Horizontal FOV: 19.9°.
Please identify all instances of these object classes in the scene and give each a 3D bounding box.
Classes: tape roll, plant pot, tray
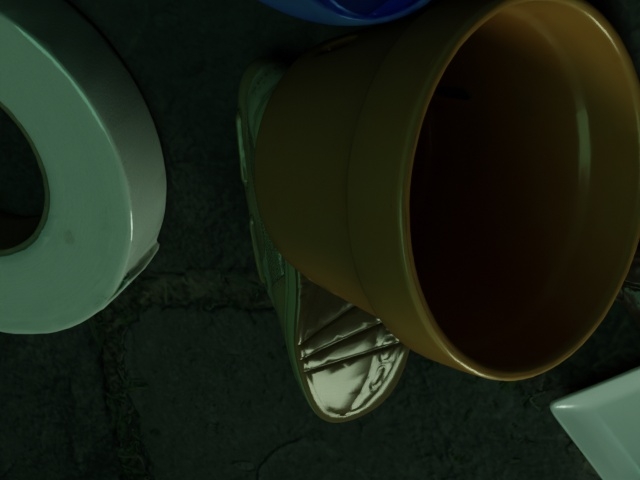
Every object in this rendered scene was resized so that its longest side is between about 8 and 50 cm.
[{"bbox_3d":[-0.327,-0.087,1.736,0.392,0.072,0.392,15,128,20],"label":"tape roll"},{"bbox_3d":[0.088,-0.052,1.401,0.203,0.291,0.291,10,128,45],"label":"plant pot"},{"bbox_3d":[0.336,0.145,1.542,0.270,0.030,0.145,-28,106,40],"label":"tray"}]

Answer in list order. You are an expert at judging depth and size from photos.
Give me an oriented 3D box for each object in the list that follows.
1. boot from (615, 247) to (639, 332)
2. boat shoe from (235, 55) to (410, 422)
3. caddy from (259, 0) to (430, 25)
[{"bbox_3d":[0.234,0.049,1.519,0.114,0.037,0.106,8,102,22],"label":"boot"},{"bbox_3d":[0.000,0.000,1.594,0.110,0.121,0.341,41,144,54],"label":"boat shoe"},{"bbox_3d":[0.002,-0.301,1.256,0.241,0.179,0.341,19,142,15],"label":"caddy"}]
